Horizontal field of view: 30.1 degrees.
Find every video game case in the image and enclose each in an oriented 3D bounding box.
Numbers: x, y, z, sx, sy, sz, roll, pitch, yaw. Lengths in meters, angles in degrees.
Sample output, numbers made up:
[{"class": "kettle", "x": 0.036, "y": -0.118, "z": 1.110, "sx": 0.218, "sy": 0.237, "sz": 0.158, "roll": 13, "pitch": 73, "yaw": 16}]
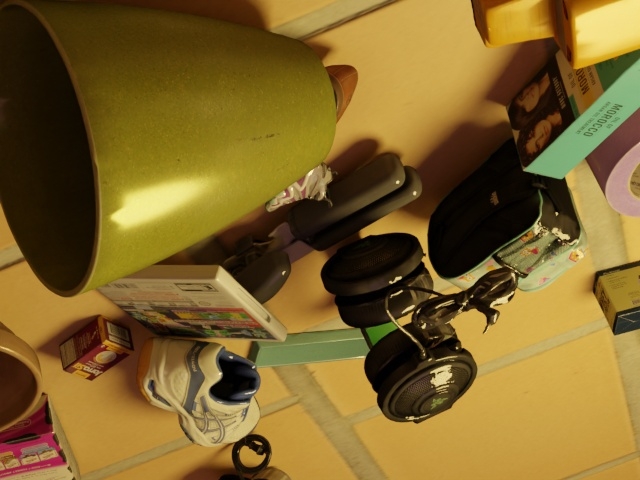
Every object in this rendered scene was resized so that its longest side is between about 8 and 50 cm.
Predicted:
[{"class": "video game case", "x": -0.168, "y": 0.078, "z": 1.488, "sx": 0.201, "sy": 0.023, "sz": 0.183, "roll": 0, "pitch": 152, "yaw": 28}]

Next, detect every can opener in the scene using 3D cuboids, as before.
[{"class": "can opener", "x": 0.000, "y": 0.000, "z": 1.468, "sx": 0.283, "sy": 0.095, "sz": 0.076, "roll": -29, "pitch": 143, "yaw": 26}]

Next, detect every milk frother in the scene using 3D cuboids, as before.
[{"class": "milk frother", "x": -0.095, "y": 0.388, "z": 1.945, "sx": 0.143, "sy": 0.129, "sz": 0.135, "roll": -57, "pitch": 173, "yaw": 5}]

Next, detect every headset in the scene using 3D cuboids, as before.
[{"class": "headset", "x": 0.122, "y": 0.093, "z": 1.458, "sx": 0.185, "sy": 0.243, "sz": 0.394, "roll": -24, "pitch": 175, "yaw": -6}]

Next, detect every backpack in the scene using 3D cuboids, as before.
[{"class": "backpack", "x": 0.230, "y": -0.014, "z": 1.487, "sx": 0.188, "sy": 0.166, "sz": 0.144, "roll": -35, "pitch": 131, "yaw": 26}]

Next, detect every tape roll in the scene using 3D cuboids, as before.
[{"class": "tape roll", "x": 0.436, "y": -0.119, "z": 1.509, "sx": 0.189, "sy": 0.080, "sz": 0.189, "roll": -12, "pitch": 143, "yaw": -9}]

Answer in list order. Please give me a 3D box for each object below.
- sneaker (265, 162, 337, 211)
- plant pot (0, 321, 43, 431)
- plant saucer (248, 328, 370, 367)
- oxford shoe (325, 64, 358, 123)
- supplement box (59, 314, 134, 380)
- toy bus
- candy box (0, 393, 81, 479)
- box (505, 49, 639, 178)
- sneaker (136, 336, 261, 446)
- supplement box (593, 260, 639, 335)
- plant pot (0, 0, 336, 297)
[{"class": "sneaker", "x": -0.018, "y": -0.056, "z": 1.419, "sx": 0.069, "sy": 0.038, "sz": 0.098, "roll": 33, "pitch": 126, "yaw": -14}, {"class": "plant pot", "x": -0.466, "y": 0.148, "z": 1.461, "sx": 0.237, "sy": 0.109, "sz": 0.237, "roll": -11, "pitch": 142, "yaw": -9}, {"class": "plant saucer", "x": -0.008, "y": 0.158, "z": 1.740, "sx": 0.192, "sy": 0.018, "sz": 0.067, "roll": -4, "pitch": 142, "yaw": -19}, {"class": "oxford shoe", "x": -0.023, "y": -0.121, "z": 1.333, "sx": 0.212, "sy": 0.076, "sz": 0.076, "roll": -41, "pitch": 178, "yaw": 43}, {"class": "supplement box", "x": -0.297, "y": 0.143, "z": 1.579, "sx": 0.083, "sy": 0.043, "sz": 0.055, "roll": -35, "pitch": 142, "yaw": 23}, {"class": "toy bus", "x": 0.320, "y": -0.268, "z": 1.180, "sx": 0.333, "sy": 0.130, "sz": 0.108, "roll": -19, "pitch": 144, "yaw": 2}, {"class": "candy box", "x": -0.445, "y": 0.323, "z": 1.729, "sx": 0.159, "sy": 0.071, "sz": 0.233, "roll": -12, "pitch": 143, "yaw": -8}, {"class": "box", "x": 0.308, "y": -0.180, "z": 1.333, "sx": 0.060, "sy": 0.100, "sz": 0.244, "roll": 9, "pitch": 144, "yaw": -27}, {"class": "sneaker", "x": -0.133, "y": 0.217, "z": 1.643, "sx": 0.131, "sy": 0.111, "sz": 0.296, "roll": -3, "pitch": 157, "yaw": 21}, {"class": "supplement box", "x": 0.464, "y": 0.085, "z": 1.780, "sx": 0.083, "sy": 0.083, "sz": 0.056, "roll": -14, "pitch": 144, "yaw": -5}, {"class": "plant pot", "x": -0.140, "y": -0.110, "z": 1.161, "sx": 0.294, "sy": 0.274, "sz": 0.274, "roll": -14, "pitch": 146, "yaw": -32}]
